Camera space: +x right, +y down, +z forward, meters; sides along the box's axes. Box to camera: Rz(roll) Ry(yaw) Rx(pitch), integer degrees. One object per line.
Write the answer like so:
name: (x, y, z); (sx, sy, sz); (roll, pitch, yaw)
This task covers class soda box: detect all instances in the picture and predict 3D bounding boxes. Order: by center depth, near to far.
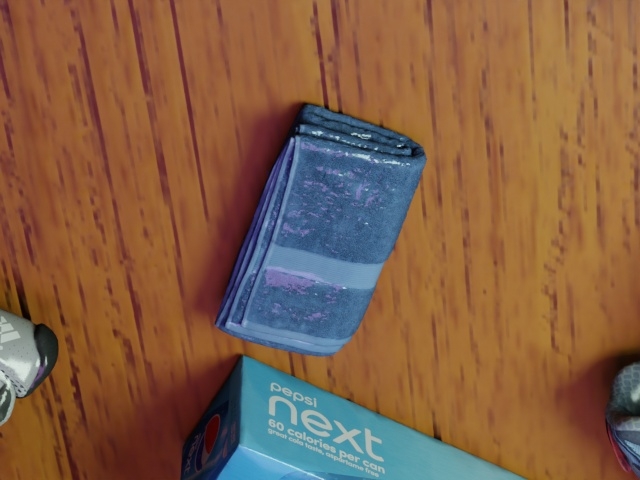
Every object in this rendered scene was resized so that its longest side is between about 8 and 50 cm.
soda box: (0.038, 0.139, 0.884); (0.210, 0.071, 0.067); (24, 119, -16)

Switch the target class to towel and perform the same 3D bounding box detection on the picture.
towel: (0.000, 0.000, 0.820); (0.067, 0.029, 0.119); (15, 121, -12)

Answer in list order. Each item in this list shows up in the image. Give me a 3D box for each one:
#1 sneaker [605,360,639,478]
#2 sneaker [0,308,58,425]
sneaker: (0.238, 0.040, 0.809); (0.125, 0.104, 0.262); (38, 114, -20)
sneaker: (-0.173, 0.014, 0.802); (0.132, 0.086, 0.228); (15, 131, -16)
